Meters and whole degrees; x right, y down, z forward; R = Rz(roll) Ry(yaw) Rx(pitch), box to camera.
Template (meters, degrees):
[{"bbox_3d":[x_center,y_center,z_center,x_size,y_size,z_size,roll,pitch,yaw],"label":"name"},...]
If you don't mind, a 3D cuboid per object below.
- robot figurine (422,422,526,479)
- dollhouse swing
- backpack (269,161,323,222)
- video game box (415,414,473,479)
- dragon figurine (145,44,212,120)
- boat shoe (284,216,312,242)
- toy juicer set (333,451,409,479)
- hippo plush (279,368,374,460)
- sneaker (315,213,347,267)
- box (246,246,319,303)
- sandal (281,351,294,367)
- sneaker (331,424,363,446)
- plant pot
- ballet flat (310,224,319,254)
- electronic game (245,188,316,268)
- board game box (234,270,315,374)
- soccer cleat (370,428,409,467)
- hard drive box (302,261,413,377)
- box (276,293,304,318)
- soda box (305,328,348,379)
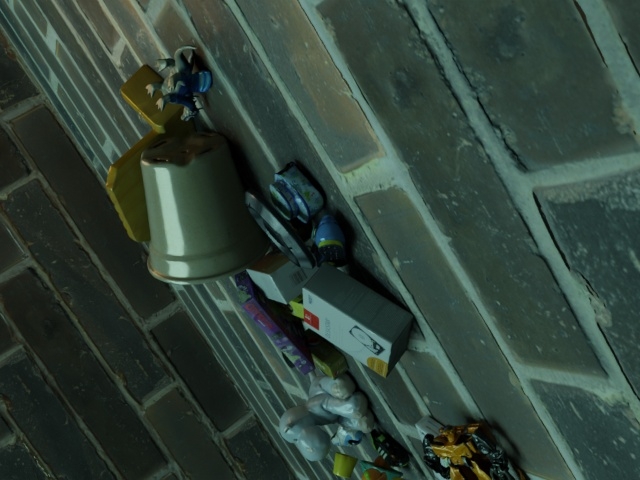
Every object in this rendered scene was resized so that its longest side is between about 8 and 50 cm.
[{"bbox_3d":[0.346,0.507,1.525,0.211,0.085,0.291,-21,104,45],"label":"robot figurine"},{"bbox_3d":[-0.504,-0.229,2.001,0.315,0.305,0.347,42,157,31],"label":"dollhouse swing"},{"bbox_3d":[-0.053,-0.093,1.532,0.114,0.084,0.105,44,161,16],"label":"backpack"},{"bbox_3d":[0.329,0.543,1.718,0.187,0.048,0.205,29,148,53],"label":"video game box"},{"bbox_3d":[-0.311,-0.382,1.651,0.085,0.144,0.289,52,140,12],"label":"dragon figurine"},{"bbox_3d":[-0.054,-0.043,1.663,0.152,0.056,0.049,89,156,-57],"label":"boat shoe"},{"bbox_3d":[0.209,0.697,2.122,0.329,0.089,0.209,27,164,-40],"label":"toy juicer set"},{"bbox_3d":[-0.008,0.515,2.123,0.294,0.236,0.234,46,156,15],"label":"hippo plush"},{"bbox_3d":[0.022,0.005,1.566,0.209,0.069,0.082,88,179,-71],"label":"sneaker"},{"bbox_3d":[-0.091,0.081,1.815,0.091,0.130,0.170,61,158,-17],"label":"box"},{"bbox_3d":[-0.108,0.351,2.408,0.067,0.040,0.179,12,119,54],"label":"sandal"},{"bbox_3d":[0.092,0.654,2.364,0.086,0.085,0.237,42,160,14],"label":"sneaker"},{"bbox_3d":[-0.317,-0.102,1.831,0.334,0.334,0.305,29,136,50],"label":"plant pot"},{"bbox_3d":[0.000,0.000,1.634,0.041,0.041,0.114,48,159,19],"label":"ballet flat"},{"bbox_3d":[-0.090,-0.025,1.591,0.229,0.048,0.229,48,172,9],"label":"electronic game"},{"bbox_3d":[-0.131,0.205,1.992,0.347,0.056,0.208,54,-166,-39],"label":"board game box"},{"bbox_3d":[0.199,0.614,2.098,0.179,0.060,0.072,15,134,64],"label":"soccer cleat"},{"bbox_3d":[0.079,0.177,1.575,0.232,0.089,0.181,31,152,20],"label":"hard drive box"},{"bbox_3d":[-0.040,0.159,1.888,0.058,0.087,0.232,63,159,-15],"label":"box"},{"bbox_3d":[0.002,0.335,2.101,0.181,0.058,0.061,30,149,47],"label":"soda box"}]
